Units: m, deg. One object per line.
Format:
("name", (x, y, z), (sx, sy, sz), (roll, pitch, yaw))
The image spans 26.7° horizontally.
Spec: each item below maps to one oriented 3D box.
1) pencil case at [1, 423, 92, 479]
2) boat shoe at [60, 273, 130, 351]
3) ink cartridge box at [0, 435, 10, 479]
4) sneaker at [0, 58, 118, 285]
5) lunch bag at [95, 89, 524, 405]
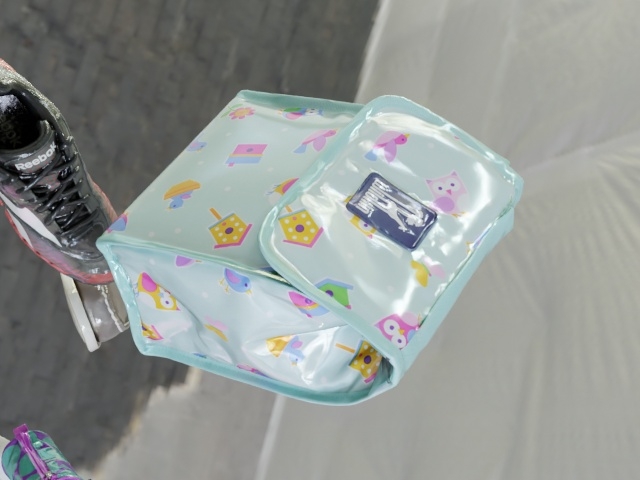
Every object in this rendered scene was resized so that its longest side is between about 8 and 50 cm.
("pencil case", (-0.286, 0.250, 1.415), (0.152, 0.064, 0.070), (24, -43, 59))
("boat shoe", (-0.241, 0.048, 1.588), (0.324, 0.097, 0.116), (-125, -160, -80))
("ink cartridge box", (-0.450, 0.328, 1.694), (0.104, 0.061, 0.181), (12, -121, 49))
("sneaker", (-0.279, -0.062, 1.351), (0.098, 0.276, 0.135), (-37, -160, -13))
("lunch bag", (0.000, 0.000, 1.039), (0.262, 0.160, 0.223), (10, -137, 33))
